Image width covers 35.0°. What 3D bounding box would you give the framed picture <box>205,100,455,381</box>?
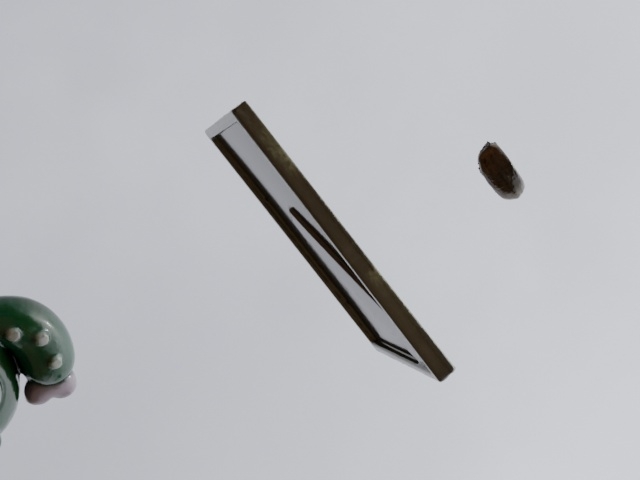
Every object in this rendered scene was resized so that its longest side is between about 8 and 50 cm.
[{"bbox_3d":[0.000,0.000,0.655,0.015,0.150,0.203,-39,-82,-8],"label":"framed picture"}]

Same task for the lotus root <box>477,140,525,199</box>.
[{"bbox_3d":[0.221,-0.081,1.246,0.037,0.083,0.030,-37,-154,3],"label":"lotus root"}]

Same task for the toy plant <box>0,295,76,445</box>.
[{"bbox_3d":[-0.372,0.132,1.004,0.232,0.243,0.112,-41,-140,-1],"label":"toy plant"}]
